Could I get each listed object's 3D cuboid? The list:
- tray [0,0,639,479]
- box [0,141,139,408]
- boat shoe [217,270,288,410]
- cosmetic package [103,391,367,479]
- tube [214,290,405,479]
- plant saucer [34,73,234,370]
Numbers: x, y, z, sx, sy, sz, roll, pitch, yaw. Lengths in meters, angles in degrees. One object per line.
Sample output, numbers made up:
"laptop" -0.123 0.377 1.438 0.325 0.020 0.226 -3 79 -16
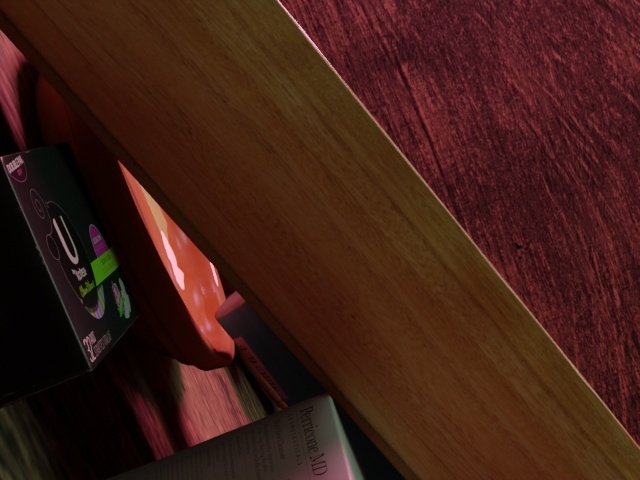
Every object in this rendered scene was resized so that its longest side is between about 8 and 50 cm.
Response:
"tray" 0.000 0.000 0.490 0.411 0.076 0.203 50 -2 -17
"box" -0.092 0.010 0.349 0.083 0.052 0.062 -86 154 -82
"boat shoe" -0.022 0.039 0.897 0.324 0.123 0.116 61 9 -57
"cosmetic package" -0.015 0.142 0.310 0.239 0.099 0.060 -107 173 -62
"tube" 0.025 0.104 0.644 0.207 0.052 0.080 53 22 -9
"plant saucer" -0.100 -0.021 0.645 0.200 0.037 0.200 -23 90 -88
